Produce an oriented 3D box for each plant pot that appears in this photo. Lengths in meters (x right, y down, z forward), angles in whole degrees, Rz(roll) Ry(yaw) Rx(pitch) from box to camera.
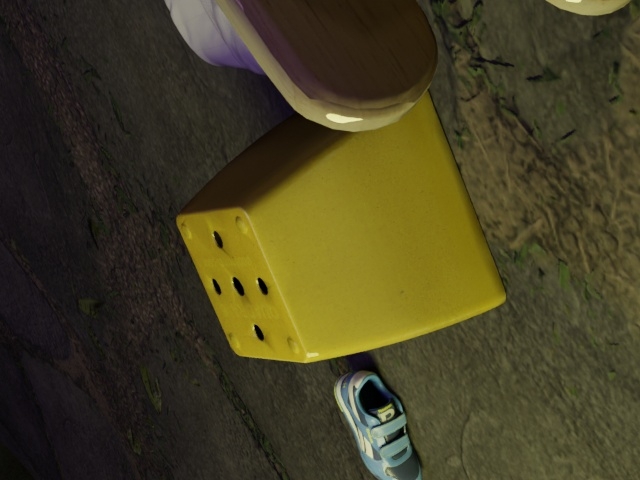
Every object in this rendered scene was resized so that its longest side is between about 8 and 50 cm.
[{"bbox_3d":[0.000,0.000,1.058,0.212,0.187,0.212,-4,111,59],"label":"plant pot"}]

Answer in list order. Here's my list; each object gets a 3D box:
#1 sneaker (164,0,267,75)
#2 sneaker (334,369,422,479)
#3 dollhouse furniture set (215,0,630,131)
[{"bbox_3d":[-0.103,-0.282,1.064,0.169,0.108,0.293,14,128,50],"label":"sneaker"},{"bbox_3d":[0.067,0.202,1.270,0.144,0.053,0.059,59,150,3],"label":"sneaker"},{"bbox_3d":[0.188,-0.189,0.359,0.256,0.394,0.362,56,151,10],"label":"dollhouse furniture set"}]
